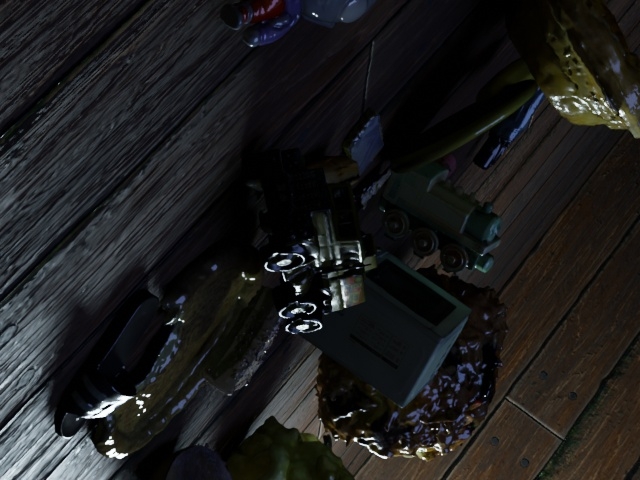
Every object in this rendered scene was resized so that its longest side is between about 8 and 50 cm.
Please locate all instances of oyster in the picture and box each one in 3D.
[{"bbox_3d":[0.068,-0.072,1.745,0.083,0.019,0.054,-45,164,-40],"label":"oyster"}]

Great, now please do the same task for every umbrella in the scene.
[{"bbox_3d":[0.345,-0.231,2.196,0.053,0.052,0.250,33,94,-31],"label":"umbrella"}]

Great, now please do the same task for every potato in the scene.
[{"bbox_3d":[-0.200,0.343,1.742,0.261,0.100,0.120,43,43,-61],"label":"potato"}]

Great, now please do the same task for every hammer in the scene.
[{"bbox_3d":[0.180,-0.105,1.980,0.083,0.043,0.043,-46,163,-36],"label":"hammer"}]

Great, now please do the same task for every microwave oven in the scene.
[{"bbox_3d":[0.088,0.115,1.844,0.122,0.208,0.162,-33,154,-55],"label":"microwave oven"}]

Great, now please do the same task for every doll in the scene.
[{"bbox_3d":[0.002,-0.228,1.087,0.228,0.075,0.102,-22,137,-44],"label":"doll"}]

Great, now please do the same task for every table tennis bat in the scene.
[{"bbox_3d":[0.230,-0.187,1.780,0.224,0.054,0.369,-24,-170,41],"label":"table tennis bat"}]

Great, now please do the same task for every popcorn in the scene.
[{"bbox_3d":[-0.060,0.416,2.005,0.237,0.292,0.293,-7,149,-12],"label":"popcorn"}]

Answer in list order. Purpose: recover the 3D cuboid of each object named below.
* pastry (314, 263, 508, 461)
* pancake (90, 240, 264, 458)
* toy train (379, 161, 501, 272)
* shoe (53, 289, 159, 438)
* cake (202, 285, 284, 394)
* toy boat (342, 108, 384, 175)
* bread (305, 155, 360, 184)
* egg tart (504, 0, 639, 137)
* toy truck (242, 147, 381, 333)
[{"bbox_3d":[0.170,0.209,2.173,0.337,0.292,0.405,-66,156,1],"label":"pastry"},{"bbox_3d":[-0.159,0.125,1.439,0.288,0.033,0.286,-49,165,-22],"label":"pancake"},{"bbox_3d":[0.176,-0.034,1.831,0.081,0.194,0.125,-28,144,-54],"label":"toy train"},{"bbox_3d":[-0.206,0.136,1.277,0.179,0.049,0.071,-57,165,8],"label":"shoe"},{"bbox_3d":[-0.082,0.116,1.497,0.140,0.051,0.055,-56,167,8],"label":"cake"},{"bbox_3d":[0.054,-0.121,1.596,0.063,0.016,0.115,-53,166,-10],"label":"toy boat"},{"bbox_3d":[-0.001,-0.068,1.475,0.072,0.053,0.106,-36,175,34],"label":"bread"},{"bbox_3d":[0.349,-0.265,1.726,0.129,0.341,0.341,-31,172,18],"label":"egg tart"},{"bbox_3d":[-0.005,0.000,1.361,0.127,0.127,0.257,-11,155,5],"label":"toy truck"}]
